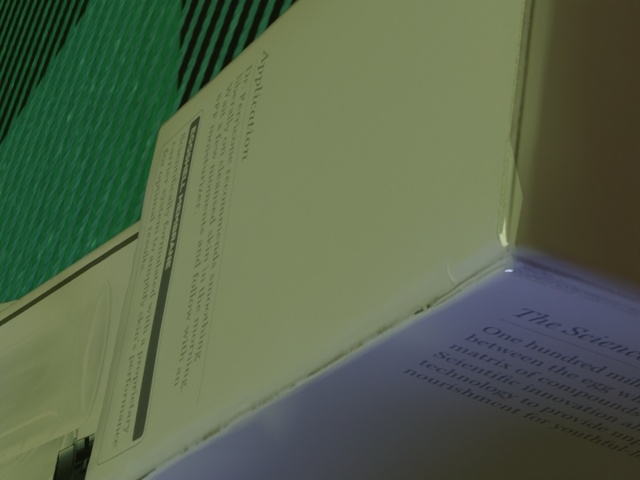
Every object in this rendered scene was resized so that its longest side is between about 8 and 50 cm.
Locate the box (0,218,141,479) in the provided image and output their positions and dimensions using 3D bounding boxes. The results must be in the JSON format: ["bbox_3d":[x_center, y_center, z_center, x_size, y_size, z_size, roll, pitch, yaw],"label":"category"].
[{"bbox_3d":[-0.087,0.108,0.724,0.290,0.087,0.169,-30,48,51],"label":"box"}]

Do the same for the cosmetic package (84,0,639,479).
[{"bbox_3d":[0.089,0.018,0.544,0.225,0.224,0.138,-34,42,55],"label":"cosmetic package"}]

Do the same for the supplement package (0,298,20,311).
[{"bbox_3d":[-0.152,0.152,1.086,0.194,0.149,0.203,-12,61,64],"label":"supplement package"}]
